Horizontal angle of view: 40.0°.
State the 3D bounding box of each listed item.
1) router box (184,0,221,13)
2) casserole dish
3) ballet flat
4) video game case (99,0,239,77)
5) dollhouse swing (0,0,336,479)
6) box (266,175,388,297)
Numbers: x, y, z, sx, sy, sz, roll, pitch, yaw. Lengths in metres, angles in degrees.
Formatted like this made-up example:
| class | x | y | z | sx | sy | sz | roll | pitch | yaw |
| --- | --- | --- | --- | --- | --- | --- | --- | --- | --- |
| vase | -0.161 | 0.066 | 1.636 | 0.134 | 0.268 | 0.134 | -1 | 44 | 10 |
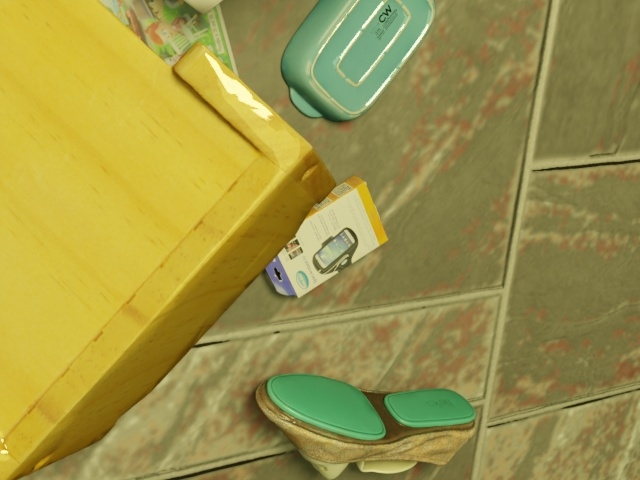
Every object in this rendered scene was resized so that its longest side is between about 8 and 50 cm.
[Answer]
| class | x | y | z | sx | sy | sz | roll | pitch | yaw |
| --- | --- | --- | --- | --- | --- | --- | --- | --- | --- |
| router box | -0.086 | -0.329 | 0.543 | 0.301 | 0.335 | 0.082 | 33 | 55 | -28 |
| casserole dish | 0.044 | -0.199 | 0.864 | 0.114 | 0.037 | 0.188 | 38 | 89 | -36 |
| ballet flat | 0.049 | 0.227 | 1.017 | 0.316 | 0.107 | 0.106 | 13 | 118 | -33 |
| video game case | -0.179 | -0.191 | 0.747 | 0.193 | 0.023 | 0.212 | -24 | 121 | -19 |
| dollhouse swing | -0.223 | -0.036 | 0.744 | 0.305 | 0.315 | 0.347 | 42 | 91 | 7 |
| box | 0.000 | 0.000 | 0.932 | 0.136 | 0.028 | 0.081 | -31 | 123 | -12 |
